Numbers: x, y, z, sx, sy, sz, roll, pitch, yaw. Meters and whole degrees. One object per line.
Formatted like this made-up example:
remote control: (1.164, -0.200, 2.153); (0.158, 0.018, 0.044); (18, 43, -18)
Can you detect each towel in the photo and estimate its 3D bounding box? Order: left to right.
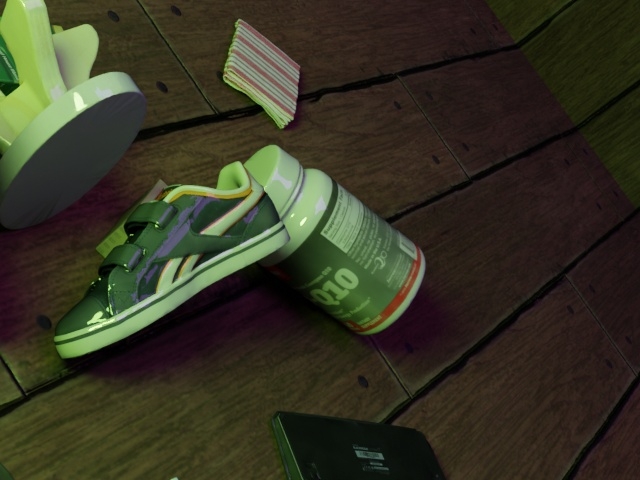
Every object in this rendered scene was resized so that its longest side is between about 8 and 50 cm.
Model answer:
towel: (-0.100, -0.285, 1.976); (0.144, 0.029, 0.197); (38, 31, -23)

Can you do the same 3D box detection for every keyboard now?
keyboard: (0.072, 0.327, 1.555); (0.317, 0.033, 0.201); (16, 39, -44)

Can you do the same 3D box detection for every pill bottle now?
pill bottle: (0.000, 0.000, 1.674); (0.283, 0.161, 0.161); (37, 34, -24)

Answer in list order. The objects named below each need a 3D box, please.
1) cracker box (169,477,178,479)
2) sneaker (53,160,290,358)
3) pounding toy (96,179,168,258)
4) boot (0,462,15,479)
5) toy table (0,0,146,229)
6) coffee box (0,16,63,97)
cracker box: (-0.197, 0.342, 1.136); (0.232, 0.067, 0.155); (-11, 68, -56)
sneaker: (-0.189, 0.016, 1.352); (0.321, 0.126, 0.127); (-32, 101, -34)
pounding toy: (-0.182, 0.001, 1.484); (0.141, 0.100, 0.130); (45, 31, -12)
boot: (-0.364, 0.206, 1.063); (0.198, 0.077, 0.137); (60, 24, -13)
toy table: (-0.316, -0.146, 1.297); (0.252, 0.274, 0.161); (-25, 76, -50)
coffee box: (-0.393, -0.235, 1.506); (0.184, 0.040, 0.113); (0, 58, -54)
